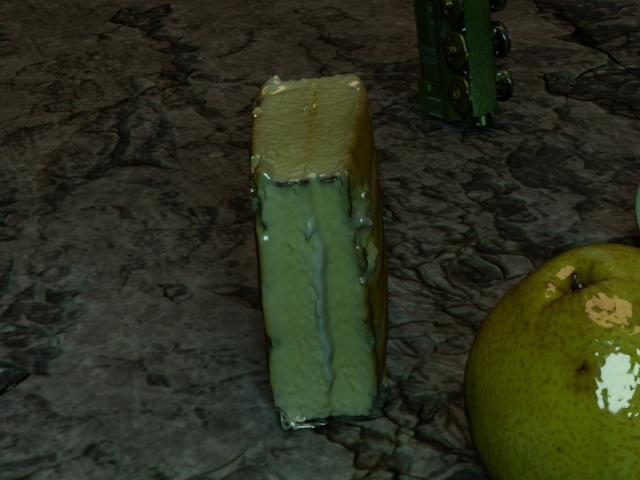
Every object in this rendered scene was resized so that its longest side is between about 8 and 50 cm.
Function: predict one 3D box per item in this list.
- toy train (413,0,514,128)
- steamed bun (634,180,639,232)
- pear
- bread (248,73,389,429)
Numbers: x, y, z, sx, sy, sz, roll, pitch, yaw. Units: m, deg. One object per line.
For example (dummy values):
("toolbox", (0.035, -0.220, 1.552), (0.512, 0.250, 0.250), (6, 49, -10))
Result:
("toy train", (0.182, -0.262, 1.475), (0.090, 0.225, 0.137), (-17, 23, -23))
("steamed bun", (0.420, -0.001, 1.018), (0.250, 0.155, 0.200), (22, 39, 28))
("pear", (0.202, 0.103, 0.791), (0.208, 0.209, 0.209), (-2, 27, 1))
("bread", (0.000, 0.000, 0.970), (0.111, 0.239, 0.246), (-5, 29, 5))
